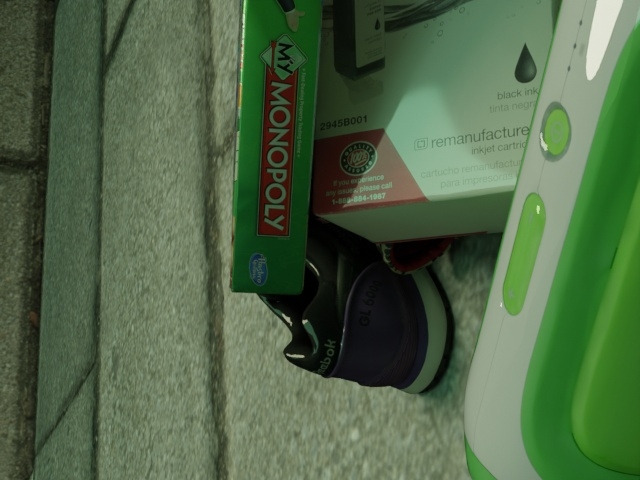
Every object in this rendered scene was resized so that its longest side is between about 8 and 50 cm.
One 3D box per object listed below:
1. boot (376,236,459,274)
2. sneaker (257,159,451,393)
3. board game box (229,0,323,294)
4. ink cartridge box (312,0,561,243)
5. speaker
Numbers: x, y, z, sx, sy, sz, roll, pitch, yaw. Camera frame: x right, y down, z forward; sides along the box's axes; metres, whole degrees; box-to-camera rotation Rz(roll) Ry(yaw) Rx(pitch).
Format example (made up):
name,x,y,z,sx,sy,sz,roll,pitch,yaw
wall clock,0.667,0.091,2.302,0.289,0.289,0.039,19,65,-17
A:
name,x,y,z,sx,sy,sz,roll,pitch,yaw
boot,0.081,-0.110,0.729,0.236,0.085,0.179,-54,45,32
sneaker,0.000,0.000,0.816,0.283,0.124,0.107,-115,39,-52
board game box,-0.037,-0.112,0.710,0.317,0.046,0.214,-106,20,-74
ink cartridge box,0.082,-0.118,0.617,0.158,0.092,0.218,-6,74,30
speaker,0.146,-0.012,0.438,0.131,0.131,0.297,-122,36,-56
